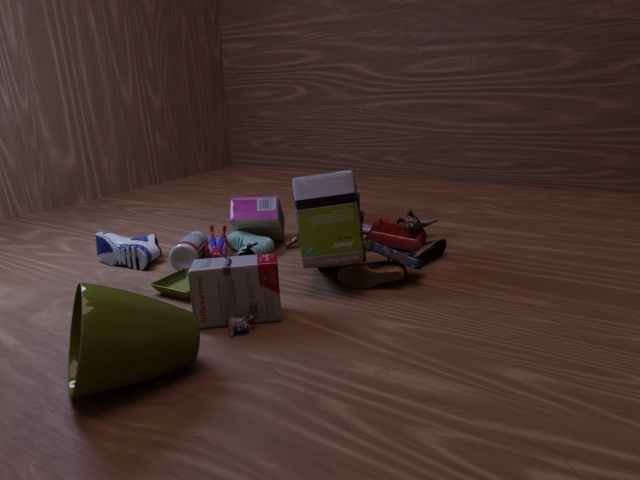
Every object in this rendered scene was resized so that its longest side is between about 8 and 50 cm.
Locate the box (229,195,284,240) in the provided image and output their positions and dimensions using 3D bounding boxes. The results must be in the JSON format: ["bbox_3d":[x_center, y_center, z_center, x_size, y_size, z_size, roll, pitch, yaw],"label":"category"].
[{"bbox_3d":[-0.282,-0.094,2.309,0.213,0.118,0.243,-3,-24,3],"label":"box"}]

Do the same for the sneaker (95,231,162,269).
[{"bbox_3d":[-0.815,0.039,2.210,0.315,0.128,0.182,14,20,25],"label":"sneaker"}]

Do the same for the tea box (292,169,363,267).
[{"bbox_3d":[0.042,-0.066,1.881,0.219,0.324,0.329,-7,-2,7],"label":"tea box"}]

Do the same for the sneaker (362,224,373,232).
[{"bbox_3d":[0.228,-0.048,2.409,0.118,0.042,0.067,1,15,7],"label":"sneaker"}]

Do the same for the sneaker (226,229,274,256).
[{"bbox_3d":[-0.345,0.025,2.196,0.255,0.094,0.151,6,23,30],"label":"sneaker"}]

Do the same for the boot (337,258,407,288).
[{"bbox_3d":[0.197,0.117,1.886,0.248,0.090,0.207,-1,6,9],"label":"boot"}]

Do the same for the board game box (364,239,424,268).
[{"bbox_3d":[0.275,0.053,1.869,0.201,0.035,0.136,23,5,21],"label":"board game box"}]

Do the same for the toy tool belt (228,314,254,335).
[{"bbox_3d":[-0.238,0.261,1.535,0.083,0.052,0.051,-10,50,-11],"label":"toy tool belt"}]

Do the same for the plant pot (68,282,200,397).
[{"bbox_3d":[-0.473,0.251,1.301,0.293,0.275,0.274,5,12,-30],"label":"plant pot"}]

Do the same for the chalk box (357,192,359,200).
[{"bbox_3d":[0.038,-0.159,2.560,0.180,0.179,0.288,-19,24,-41],"label":"chalk box"}]

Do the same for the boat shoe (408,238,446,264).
[{"bbox_3d":[0.429,0.039,2.047,0.073,0.080,0.223,20,33,39],"label":"boat shoe"}]

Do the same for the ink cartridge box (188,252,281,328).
[{"bbox_3d":[-0.267,0.157,1.603,0.272,0.197,0.114,-5,16,-7],"label":"ink cartridge box"}]

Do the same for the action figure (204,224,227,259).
[{"bbox_3d":[-0.443,-0.002,2.158,0.091,0.139,0.281,0,38,-10],"label":"action figure"}]

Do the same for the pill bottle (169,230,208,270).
[{"bbox_3d":[-0.548,0.040,2.133,0.121,0.121,0.221,-2,18,3],"label":"pill bottle"}]

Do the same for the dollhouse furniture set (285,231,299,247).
[{"bbox_3d":[-0.096,0.025,2.292,0.114,0.091,0.081,-32,69,-16],"label":"dollhouse furniture set"}]

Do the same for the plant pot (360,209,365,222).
[{"bbox_3d":[0.113,-0.039,2.201,0.166,0.165,0.167,-3,19,1],"label":"plant pot"}]

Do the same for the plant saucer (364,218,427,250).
[{"bbox_3d":[0.344,-0.032,2.267,0.258,0.048,0.259,12,22,12],"label":"plant saucer"}]

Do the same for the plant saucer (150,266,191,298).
[{"bbox_3d":[-0.495,0.162,1.871,0.188,0.045,0.188,8,21,30],"label":"plant saucer"}]

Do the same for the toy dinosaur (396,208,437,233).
[{"bbox_3d":[0.419,-0.081,2.269,0.118,0.064,0.268,35,31,25],"label":"toy dinosaur"}]
